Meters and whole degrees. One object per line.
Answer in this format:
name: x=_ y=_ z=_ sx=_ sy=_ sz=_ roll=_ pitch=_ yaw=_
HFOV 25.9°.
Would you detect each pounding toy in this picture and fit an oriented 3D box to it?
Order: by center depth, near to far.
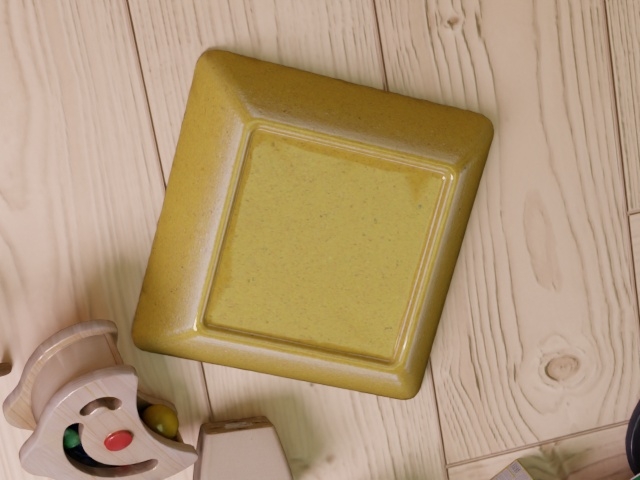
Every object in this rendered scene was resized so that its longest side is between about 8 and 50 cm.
pounding toy: x=-0.243 y=0.143 z=1.413 sx=0.154 sy=0.155 sz=0.269 roll=-41 pitch=140 yaw=12

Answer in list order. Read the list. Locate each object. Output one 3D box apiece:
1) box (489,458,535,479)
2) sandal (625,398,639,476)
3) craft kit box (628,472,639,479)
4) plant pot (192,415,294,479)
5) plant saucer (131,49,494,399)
box: x=0.176 y=0.332 z=1.566 sx=0.179 sy=0.105 sz=0.043 roll=-36 pitch=105 yaw=0
sandal: x=0.429 y=0.178 z=1.604 sx=0.097 sy=0.054 sz=0.255 roll=19 pitch=100 yaw=-15
craft kit box: x=0.358 y=0.380 z=1.598 sx=0.250 sy=0.061 sz=0.247 roll=-31 pitch=128 yaw=-3
plant pot: x=-0.085 y=0.244 z=1.496 sx=0.109 sy=0.109 sz=0.096 roll=-6 pitch=92 yaw=-10
plant saucer: x=0.000 y=0.000 z=1.458 sx=0.332 sy=0.081 sz=0.333 roll=12 pitch=101 yaw=-14
